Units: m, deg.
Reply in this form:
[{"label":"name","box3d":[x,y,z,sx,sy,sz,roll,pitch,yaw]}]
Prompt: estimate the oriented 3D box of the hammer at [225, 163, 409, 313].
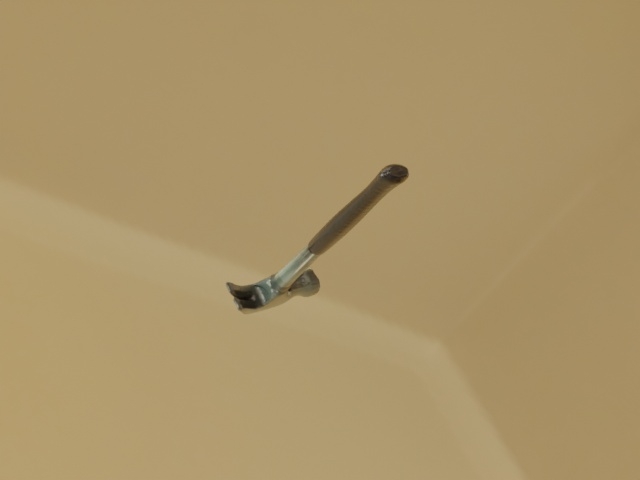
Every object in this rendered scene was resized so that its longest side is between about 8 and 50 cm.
[{"label":"hammer","box3d":[0.000,0.000,1.523,0.103,0.246,0.029,-17,-107,-35]}]
